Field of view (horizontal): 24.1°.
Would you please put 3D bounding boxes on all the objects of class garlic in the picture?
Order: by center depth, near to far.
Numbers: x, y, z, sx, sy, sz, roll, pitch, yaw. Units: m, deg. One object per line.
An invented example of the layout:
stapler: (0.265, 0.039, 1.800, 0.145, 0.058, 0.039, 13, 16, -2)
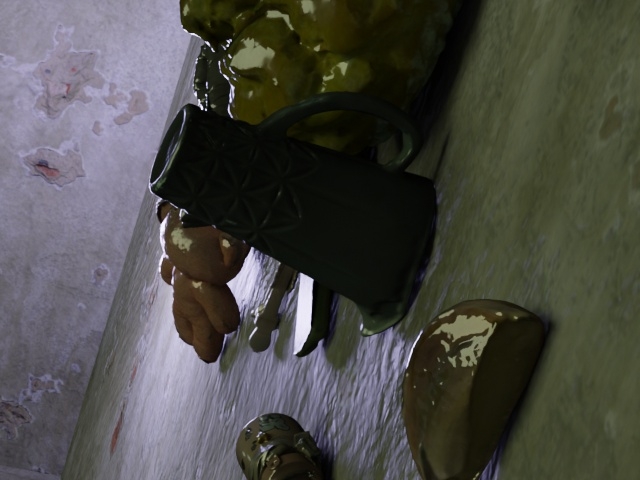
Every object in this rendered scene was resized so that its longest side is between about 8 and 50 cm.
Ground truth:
garlic: (0.120, 0.123, 1.275, 0.195, 0.087, 0.101, -69, 28, 21)

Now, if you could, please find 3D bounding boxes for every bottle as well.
bottle: (-0.040, 0.269, 1.766, 0.152, 0.099, 0.099, -135, 59, -69)

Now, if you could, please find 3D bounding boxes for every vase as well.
vase: (-0.021, -0.053, 1.594, 0.251, 0.301, 0.156, -63, 17, 15)

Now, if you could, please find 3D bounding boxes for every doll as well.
doll: (-0.178, 0.059, 2.483, 0.201, 0.156, 0.303, 36, 143, 32)

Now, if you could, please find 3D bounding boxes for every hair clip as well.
hair clip: (-0.055, 0.056, 2.135, 0.072, 0.034, 0.226, -94, 23, -53)

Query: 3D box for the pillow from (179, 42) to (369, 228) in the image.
pillow: (-0.054, -0.136, 1.899, 0.101, 0.228, 0.326, 109, 166, -45)

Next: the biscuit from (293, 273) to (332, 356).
biscuit: (0.000, 0.000, 1.958, 0.099, 0.038, 0.322, 119, 159, -57)

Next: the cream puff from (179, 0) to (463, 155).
cream puff: (-0.017, -0.282, 1.714, 0.378, 0.275, 0.378, -48, 29, 38)
